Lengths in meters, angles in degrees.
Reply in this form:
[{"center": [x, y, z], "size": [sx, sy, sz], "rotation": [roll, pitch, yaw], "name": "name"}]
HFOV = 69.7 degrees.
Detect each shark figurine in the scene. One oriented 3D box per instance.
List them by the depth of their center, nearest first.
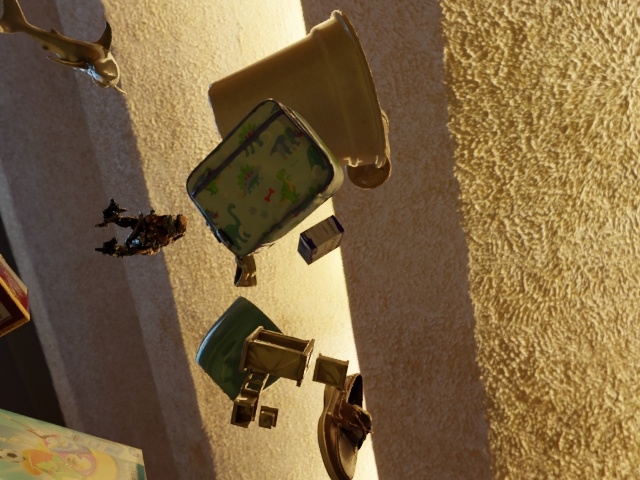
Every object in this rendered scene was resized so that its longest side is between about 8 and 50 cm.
[{"center": [-0.454, -0.376, 0.865], "size": [0.278, 0.166, 0.116], "rotation": [31, -82, 7], "name": "shark figurine"}]

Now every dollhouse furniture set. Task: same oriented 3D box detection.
[{"center": [-0.049, 0.260, 0.824], "size": [0.181, 0.101, 0.161], "rotation": [12, -83, 7], "name": "dollhouse furniture set"}]

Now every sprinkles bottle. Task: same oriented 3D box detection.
[{"center": [0.138, -0.276, 1.315], "size": [0.121, 0.355, 0.121], "rotation": [3, -56, 4], "name": "sprinkles bottle"}]

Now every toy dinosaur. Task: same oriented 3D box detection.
[{"center": [-0.540, -0.003, 1.378], "size": [0.322, 0.218, 0.164], "rotation": [-44, -122, 24], "name": "toy dinosaur"}]

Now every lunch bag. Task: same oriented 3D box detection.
[{"center": [-0.091, -0.094, 0.712], "size": [0.219, 0.090, 0.176], "rotation": [-38, -99, 15], "name": "lunch bag"}]

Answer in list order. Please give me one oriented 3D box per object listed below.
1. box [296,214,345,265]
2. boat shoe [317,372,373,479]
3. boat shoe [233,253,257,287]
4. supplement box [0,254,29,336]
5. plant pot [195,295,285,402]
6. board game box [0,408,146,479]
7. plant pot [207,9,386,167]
[{"center": [0.000, 0.000, 1.506], "size": [0.072, 0.137, 0.126], "rotation": [52, -21, 17], "name": "box"}, {"center": [0.077, 0.486, 1.228], "size": [0.123, 0.342, 0.123], "rotation": [-28, -72, 16], "name": "boat shoe"}, {"center": [-0.157, 0.049, 0.930], "size": [0.153, 0.048, 0.056], "rotation": [99, -23, -57], "name": "boat shoe"}, {"center": [-0.246, 0.044, 0.328], "size": [0.083, 0.055, 0.043], "rotation": [15, -47, 55], "name": "supplement box"}, {"center": [-0.246, 0.363, 1.452], "size": [0.293, 0.235, 0.293], "rotation": [39, -23, 19], "name": "plant pot"}, {"center": [-0.424, 0.338, 0.659], "size": [0.336, 0.079, 0.253], "rotation": [29, -13, -22], "name": "board game box"}, {"center": [-0.059, -0.268, 0.985], "size": [0.305, 0.334, 0.334], "rotation": [-19, -84, 0], "name": "plant pot"}]
